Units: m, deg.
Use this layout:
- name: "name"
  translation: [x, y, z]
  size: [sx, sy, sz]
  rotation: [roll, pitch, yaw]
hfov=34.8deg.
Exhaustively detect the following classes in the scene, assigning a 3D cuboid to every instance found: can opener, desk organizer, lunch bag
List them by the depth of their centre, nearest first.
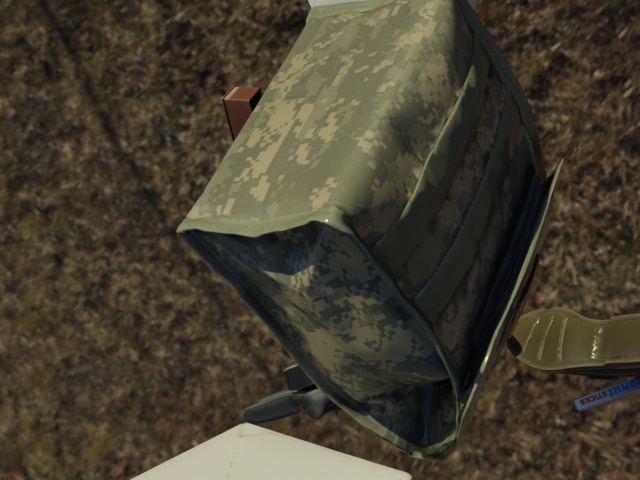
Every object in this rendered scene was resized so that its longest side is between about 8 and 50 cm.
- name: "lunch bag"
  translation: [0.072, -0.003, 0.758]
  size: [0.169, 0.235, 0.287]
  rotation: [-2, 138, 41]
- name: "can opener"
  translation: [-0.027, 0.181, 1.185]
  size: [0.186, 0.059, 0.073]
  rotation: [-33, 74, 52]
- name: "desk organizer"
  translation: [-0.118, -0.188, 1.690]
  size: [0.050, 0.047, 0.130]
  rotation: [6, 129, 24]

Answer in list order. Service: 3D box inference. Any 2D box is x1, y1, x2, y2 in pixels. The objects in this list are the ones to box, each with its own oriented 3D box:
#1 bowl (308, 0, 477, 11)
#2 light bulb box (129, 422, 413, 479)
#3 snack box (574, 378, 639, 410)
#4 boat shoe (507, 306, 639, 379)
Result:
- name: "bowl"
  translation: [0.121, -0.376, 1.374]
  size: [0.134, 0.298, 0.298]
  rotation: [-17, 115, 47]
- name: "light bulb box"
  translation: [-0.096, 0.391, 0.806]
  size: [0.225, 0.358, 0.361]
  rotation: [6, 111, 49]
- name: "snack box"
  translation: [0.507, 0.240, 1.665]
  size: [0.178, 0.064, 0.022]
  rotation: [-30, 66, 35]
- name: "boat shoe"
  translation: [0.434, 0.176, 1.609]
  size: [0.104, 0.110, 0.307]
  rotation: [31, 162, -33]
